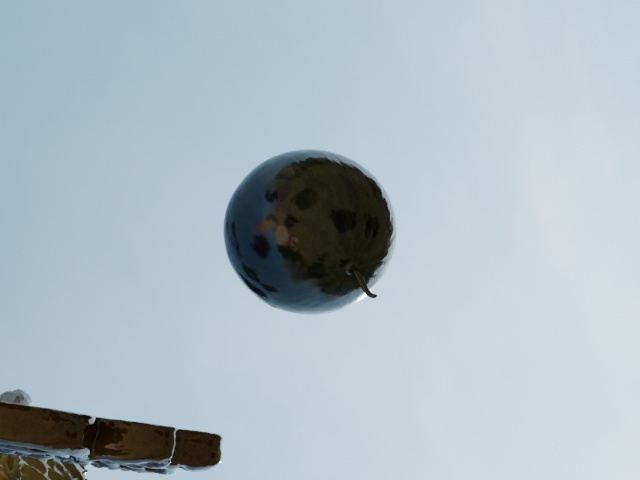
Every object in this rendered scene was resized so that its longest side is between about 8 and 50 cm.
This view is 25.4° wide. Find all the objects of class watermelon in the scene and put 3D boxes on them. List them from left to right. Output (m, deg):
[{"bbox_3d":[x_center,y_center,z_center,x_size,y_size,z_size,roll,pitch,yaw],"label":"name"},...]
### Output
[{"bbox_3d":[0.000,0.000,0.876,0.105,0.133,0.105,-17,-56,-27],"label":"watermelon"}]

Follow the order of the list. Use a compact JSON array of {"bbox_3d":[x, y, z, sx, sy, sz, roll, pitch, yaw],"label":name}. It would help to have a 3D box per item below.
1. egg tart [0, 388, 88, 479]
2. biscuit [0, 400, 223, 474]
[{"bbox_3d":[-0.279,0.282,1.308,0.115,0.290,0.290,8,-115,-13],"label":"egg tart"},{"bbox_3d":[-0.134,0.095,0.693,0.175,0.124,0.026,13,-99,-27],"label":"biscuit"}]
